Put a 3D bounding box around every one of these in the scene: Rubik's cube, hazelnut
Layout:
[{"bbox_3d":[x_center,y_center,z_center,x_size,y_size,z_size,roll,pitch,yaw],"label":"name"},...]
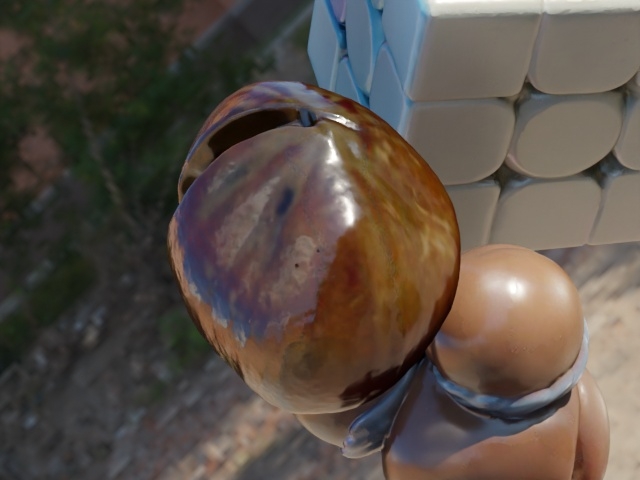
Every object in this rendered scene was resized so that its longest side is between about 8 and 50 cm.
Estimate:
[{"bbox_3d":[0.170,-0.186,1.530,0.290,0.291,0.291,99,160,-47],"label":"Rubik's cube"},{"bbox_3d":[0.000,0.000,1.288,0.217,0.217,0.251,-41,39,30],"label":"hazelnut"}]

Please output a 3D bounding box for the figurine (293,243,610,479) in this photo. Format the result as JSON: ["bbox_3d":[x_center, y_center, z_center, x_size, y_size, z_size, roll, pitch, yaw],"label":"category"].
[{"bbox_3d":[0.124,0.222,1.422,0.277,0.248,0.388,-18,62,36],"label":"figurine"}]
